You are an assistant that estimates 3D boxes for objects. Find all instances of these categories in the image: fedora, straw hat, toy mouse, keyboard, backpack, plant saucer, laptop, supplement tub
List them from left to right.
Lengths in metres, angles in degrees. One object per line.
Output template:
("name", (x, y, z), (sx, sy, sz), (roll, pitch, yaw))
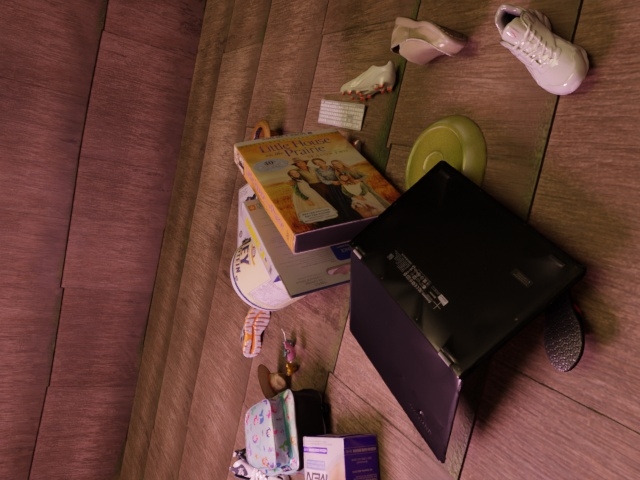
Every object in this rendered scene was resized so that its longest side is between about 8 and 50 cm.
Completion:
("fedora", (-0.194, -0.339, 1.930), (0.194, 0.079, 0.194), (-3, 87, 60))
("straw hat", (-0.135, 0.440, 1.651), (0.061, 0.144, 0.144), (-23, 54, 10))
("backpack", (-0.106, 0.541, 1.483), (0.253, 0.191, 0.225), (-44, 48, 53))
("supplement tub", (-0.098, 0.055, 1.513), (0.325, 0.236, 0.235), (-35, 54, 53))
("toy mouse", (-0.094, 0.337, 1.617), (0.161, 0.031, 0.143), (116, 146, -74))
("keyboard", (0.059, -0.376, 1.582), (0.256, 0.014, 0.072), (32, 110, 57))
("plant saucer", (0.261, -0.162, 1.172), (0.241, 0.037, 0.240), (-22, 63, 55))
("laptop", (0.236, 0.128, 1.037), (0.408, 0.236, 0.382), (-43, 45, 5))

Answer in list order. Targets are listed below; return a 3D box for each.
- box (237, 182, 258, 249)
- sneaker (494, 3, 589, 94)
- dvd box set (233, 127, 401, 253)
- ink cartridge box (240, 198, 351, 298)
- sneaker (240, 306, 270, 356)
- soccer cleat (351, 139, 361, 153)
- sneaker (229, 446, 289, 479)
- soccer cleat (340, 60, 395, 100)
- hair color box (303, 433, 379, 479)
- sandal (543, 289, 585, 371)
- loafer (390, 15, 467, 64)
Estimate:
("box", (-0.227, -0.066, 1.911), (0.169, 0.087, 0.289), (-21, 65, 56))
("sneaker", (0.376, -0.343, 0.944), (0.090, 0.115, 0.232), (-57, 39, 36))
("dvd box set", (-0.007, -0.145, 1.325), (0.420, 0.308, 0.062), (-125, 30, -44))
("ink cartridge box", (0.000, 0.000, 1.291), (0.307, 0.304, 0.072), (62, 152, 31))
("sneaker", (-0.238, 0.299, 1.851), (0.083, 0.084, 0.214), (48, 124, 58))
("soccer cleat", (0.098, -0.237, 1.471), (0.035, 0.029, 0.083), (48, 127, 42))
("sneaker", (-0.194, 0.710, 1.606), (0.235, 0.153, 0.094), (53, 129, 50))
("soccer cleat", (0.130, -0.428, 1.431), (0.196, 0.068, 0.076), (4, 81, 52))
("hair color box", (0.052, 0.640, 1.261), (0.185, 0.110, 0.338), (-28, 61, 52))
("sandal", (0.402, 0.129, 0.873), (0.067, 0.040, 0.179), (-33, 41, 45))
("loafer", (0.241, -0.451, 1.221), (0.268, 0.102, 0.092), (-121, 46, -59))
